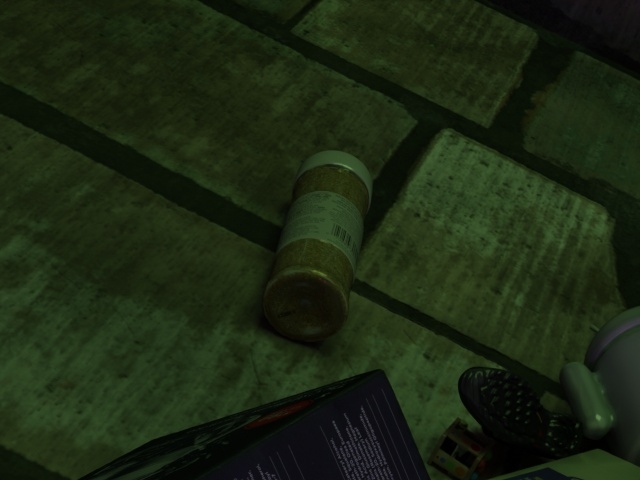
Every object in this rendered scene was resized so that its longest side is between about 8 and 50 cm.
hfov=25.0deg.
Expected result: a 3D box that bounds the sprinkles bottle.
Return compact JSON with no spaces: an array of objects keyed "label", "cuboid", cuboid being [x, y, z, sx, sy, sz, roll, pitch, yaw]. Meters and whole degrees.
[{"label":"sprinkles bottle","cuboid":[0.000,0.000,2.076,0.121,0.121,0.355,21,31,-4]}]

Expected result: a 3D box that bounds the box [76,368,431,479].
[{"label":"box","cuboid":[-0.117,0.282,1.327,0.312,0.343,0.178,-25,92,-51]}]

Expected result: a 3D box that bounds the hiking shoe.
[{"label":"hiking shoe","cuboid":[0.235,0.229,1.869,0.227,0.114,0.086,36,64,-35]}]

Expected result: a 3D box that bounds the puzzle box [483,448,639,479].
[{"label":"puzzle box","cuboid":[0.369,0.356,1.669,0.272,0.052,0.409,-8,18,-33]}]

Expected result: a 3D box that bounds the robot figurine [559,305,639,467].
[{"label":"robot figurine","cuboid":[0.480,0.224,1.981,0.300,0.199,0.353,7,34,-15]}]

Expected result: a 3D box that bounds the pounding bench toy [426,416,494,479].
[{"label":"pounding bench toy","cuboid":[0.190,0.268,1.863,0.065,0.052,0.083,33,32,14]}]
